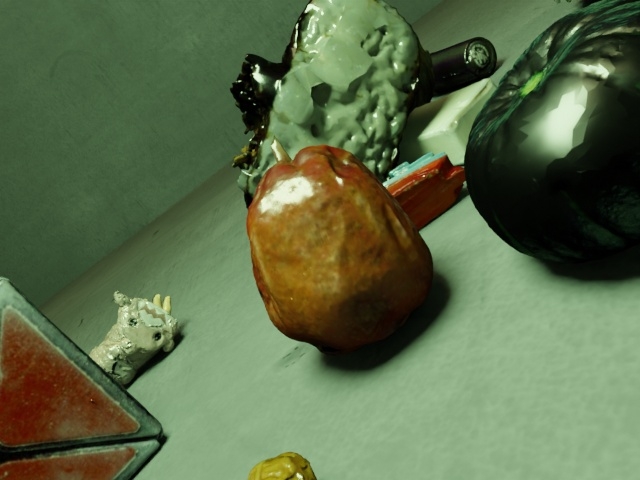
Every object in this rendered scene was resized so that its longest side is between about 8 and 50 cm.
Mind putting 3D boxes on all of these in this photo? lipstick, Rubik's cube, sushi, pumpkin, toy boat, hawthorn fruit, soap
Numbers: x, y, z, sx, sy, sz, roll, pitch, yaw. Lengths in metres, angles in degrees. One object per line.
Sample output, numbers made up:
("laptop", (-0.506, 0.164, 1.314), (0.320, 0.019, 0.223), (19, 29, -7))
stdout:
("lipstick", (0.223, -0.328, 1.103), (0.081, 0.081, 0.300), (-43, 19, -17))
("Rubik's cube", (-0.376, 0.206, 0.616), (0.259, 0.254, 0.260), (-46, 19, -27))
("sushi", (-0.011, -0.162, 0.757), (0.348, 0.235, 0.207), (-70, 16, -2))
("pumpkin", (0.196, -0.076, 0.404), (0.202, 0.140, 0.202), (-51, 11, 14))
("toy boat", (0.086, -0.041, 0.646), (0.173, 0.069, 0.058), (-36, 31, 5))
("pumpkin", (0.133, -0.206, 0.940), (0.254, 0.130, 0.149), (-49, 33, 8))
("hawthorn fruit", (0.008, 0.013, 0.500), (0.174, 0.179, 0.173), (-20, 47, 23))
("soap", (0.169, -0.154, 0.791), (0.121, 0.063, 0.183), (-45, 18, -21))

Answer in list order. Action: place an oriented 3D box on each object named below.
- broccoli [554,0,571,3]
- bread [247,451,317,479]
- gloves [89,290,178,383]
("broccoli", (0.391, -0.556, 0.845), (0.275, 0.397, 0.353), (-39, 25, 0))
("bread", (-0.023, 0.186, 0.323), (0.052, 0.044, 0.157), (-30, 18, 7))
("gloves", (-0.281, 0.150, 0.850), (0.094, 0.110, 0.144), (21, 89, 62))
